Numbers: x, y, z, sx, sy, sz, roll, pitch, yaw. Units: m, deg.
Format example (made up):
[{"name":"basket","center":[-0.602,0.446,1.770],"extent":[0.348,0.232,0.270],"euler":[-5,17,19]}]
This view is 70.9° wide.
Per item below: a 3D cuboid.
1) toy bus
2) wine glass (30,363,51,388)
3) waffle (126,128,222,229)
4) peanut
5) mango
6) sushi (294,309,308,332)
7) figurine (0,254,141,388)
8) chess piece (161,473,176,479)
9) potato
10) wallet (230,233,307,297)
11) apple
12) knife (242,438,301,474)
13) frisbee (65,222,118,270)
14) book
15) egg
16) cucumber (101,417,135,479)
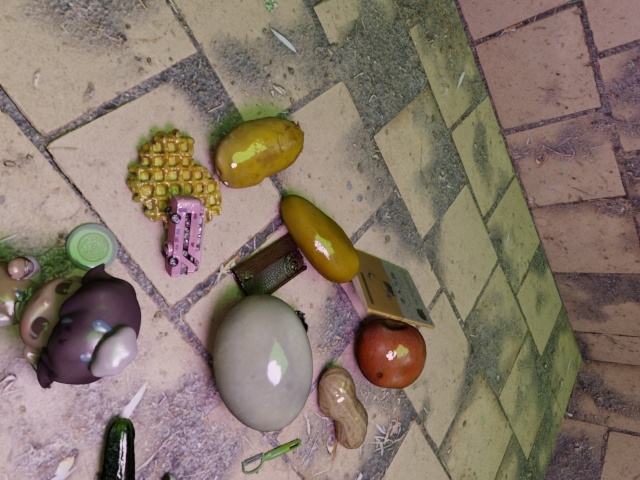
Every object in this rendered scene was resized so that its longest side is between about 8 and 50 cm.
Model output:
[{"name":"toy bus","center":[-0.335,-0.011,1.102],"extent":[0.090,0.063,0.203],"euler":[-2,114,-35]},{"name":"wine glass","center":[-0.507,0.224,0.965],"extent":[0.195,0.079,0.079],"euler":[-37,111,-36]},{"name":"waffle","center":[-0.355,-0.145,1.150],"extent":[0.253,0.056,0.249],"euler":[33,67,-35]},{"name":"peanut","center":[0.075,0.547,1.452],"extent":[0.136,0.120,0.298],"euler":[-26,107,-16]},{"name":"mango","center":[0.002,0.006,1.390],"extent":[0.331,0.142,0.195],"euler":[46,15,-25]},{"name":"sushi","center":[-0.082,0.253,1.352],"extent":[0.056,0.083,0.085],"euler":[33,64,-35]},{"name":"figurine","center":[-0.507,0.116,0.831],"extent":[0.365,0.206,0.218],"euler":[34,32,-15]},{"name":"chess piece","center":[-0.348,0.609,1.111],"extent":[0.093,0.042,0.042],"euler":[44,59,-38]},{"name":"potato","center":[-0.171,-0.257,1.272],"extent":[0.300,0.140,0.173],"euler":[-32,116,-33]},{"name":"wallet","center":[-0.143,0.085,1.338],"extent":[0.243,0.039,0.133],"euler":[-34,105,-42]},{"name":"apple","center":[0.236,0.392,1.536],"extent":[0.253,0.253,0.253],"euler":[4,84,-42]},{"name":"knife","center":[-0.137,0.635,1.317],"extent":[0.212,0.015,0.054],"euler":[-5,90,-43]},{"name":"frisbee","center":[-0.515,0.015,1.017],"extent":[0.110,0.014,0.110],"euler":[4,85,-42]},{"name":"book","center":[0.247,0.173,1.605],"extent":[0.389,0.032,0.269],"euler":[20,38,-41]},{"name":"egg","center":[-0.148,0.315,1.171],"extent":[0.258,0.258,0.352],"euler":[-1,87,-43]},{"name":"cucumber","center":[-0.450,0.520,1.002],"extent":[0.074,0.074,0.241],"euler":[4,82,-42]}]
